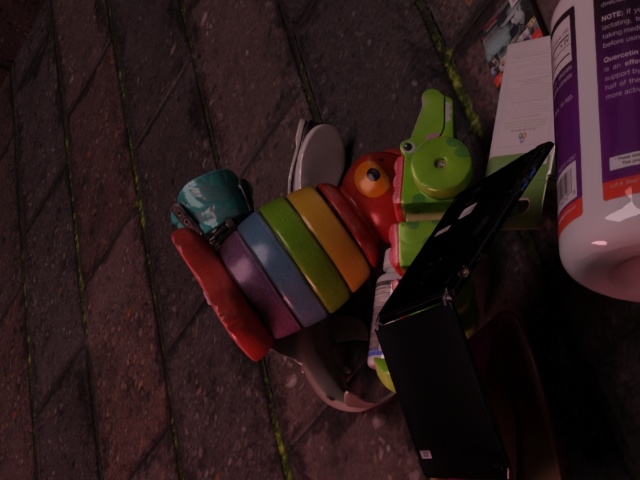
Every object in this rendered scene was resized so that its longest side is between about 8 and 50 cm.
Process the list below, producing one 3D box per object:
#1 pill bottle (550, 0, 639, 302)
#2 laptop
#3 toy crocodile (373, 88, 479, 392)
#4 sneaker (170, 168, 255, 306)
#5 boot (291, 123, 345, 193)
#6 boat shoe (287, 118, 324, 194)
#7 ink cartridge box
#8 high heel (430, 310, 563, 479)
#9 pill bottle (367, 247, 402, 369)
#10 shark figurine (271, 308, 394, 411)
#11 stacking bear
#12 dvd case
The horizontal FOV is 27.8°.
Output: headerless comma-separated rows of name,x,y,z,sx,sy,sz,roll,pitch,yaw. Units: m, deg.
pill bottle,0.295,-0.120,1.133,0.181,0.181,0.323,-29,52,51
laptop,0.150,0.072,1.192,0.264,0.136,0.234,-55,6,-16
toy crocodile,0.115,0.000,1.393,0.115,0.105,0.341,62,-152,-69
sneaker,-0.118,-0.009,1.749,0.178,0.123,0.295,70,161,-3
boot,-0.021,-0.062,1.745,0.086,0.069,0.190,1,80,63
boat shoe,-0.020,-0.107,1.800,0.046,0.038,0.125,78,-159,-76
ink cartridge box,0.234,-0.106,1.346,0.109,0.062,0.209,0,77,59
high heel,0.185,0.230,1.191,0.377,0.127,0.181,-117,40,-55
pill bottle,0.098,0.080,1.469,0.078,0.078,0.137,-16,62,56
shark figurine,-0.008,0.143,1.588,0.166,0.116,0.278,-59,31,27
stacking bear,0.000,0.000,1.530,0.289,0.164,0.175,-34,57,-2
dvd case,0.223,-0.226,1.475,0.087,0.013,0.119,-49,39,36
